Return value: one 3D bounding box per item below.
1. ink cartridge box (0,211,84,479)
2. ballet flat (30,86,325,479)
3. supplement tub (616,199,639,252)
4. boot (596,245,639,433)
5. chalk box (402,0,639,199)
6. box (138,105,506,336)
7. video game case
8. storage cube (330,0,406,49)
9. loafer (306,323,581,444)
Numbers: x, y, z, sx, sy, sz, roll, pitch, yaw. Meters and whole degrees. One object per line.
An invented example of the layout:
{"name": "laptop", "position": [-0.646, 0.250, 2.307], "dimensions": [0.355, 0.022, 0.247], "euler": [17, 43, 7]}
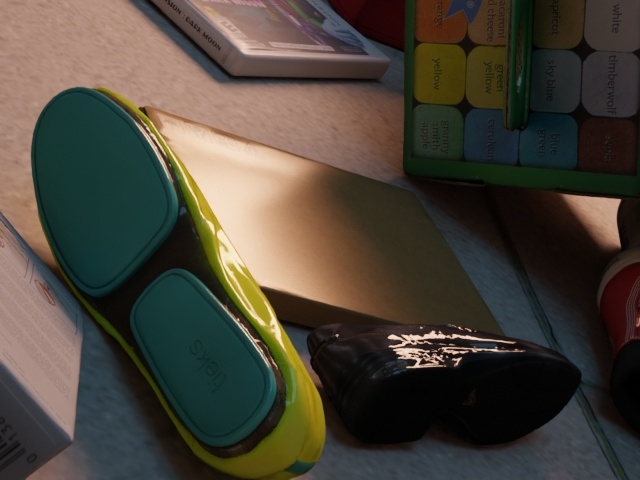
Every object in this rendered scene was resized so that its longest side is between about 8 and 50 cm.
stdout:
{"name": "ink cartridge box", "position": [-0.156, 0.009, 0.640], "dimensions": [0.145, 0.045, 0.179], "euler": [52, 1, -15]}
{"name": "ballet flat", "position": [-0.065, 0.023, 0.748], "dimensions": [0.077, 0.077, 0.231], "euler": [36, 15, -53]}
{"name": "supplement tub", "position": [0.250, 0.002, 1.156], "dimensions": [0.071, 0.071, 0.107], "euler": [30, 24, -7]}
{"name": "boot", "position": [0.286, 0.104, 0.992], "dimensions": [0.244, 0.088, 0.176], "euler": [22, 25, -4]}
{"name": "chalk box", "position": [0.167, -0.129, 1.100], "dimensions": [0.179, 0.180, 0.289], "euler": [7, 10, 30]}
{"name": "box", "position": [0.000, 0.000, 0.914], "dimensions": [0.201, 0.021, 0.164], "euler": [17, 28, -33]}
{"name": "video game case", "position": [-0.059, -0.177, 1.179], "dimensions": [0.173, 0.022, 0.190], "euler": [43, 26, 23]}
{"name": "storage cube", "position": [0.113, -0.273, 1.364], "dimensions": [0.215, 0.193, 0.183], "euler": [17, 28, -34]}
{"name": "loafer", "position": [0.067, 0.065, 0.827], "dimensions": [0.170, 0.062, 0.061], "euler": [10, 28, -44]}
